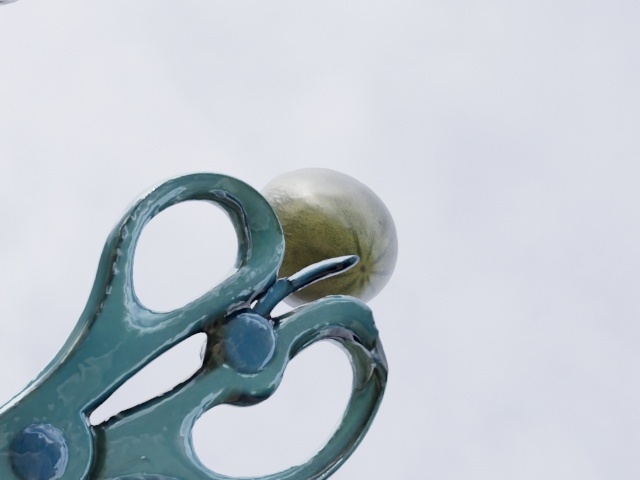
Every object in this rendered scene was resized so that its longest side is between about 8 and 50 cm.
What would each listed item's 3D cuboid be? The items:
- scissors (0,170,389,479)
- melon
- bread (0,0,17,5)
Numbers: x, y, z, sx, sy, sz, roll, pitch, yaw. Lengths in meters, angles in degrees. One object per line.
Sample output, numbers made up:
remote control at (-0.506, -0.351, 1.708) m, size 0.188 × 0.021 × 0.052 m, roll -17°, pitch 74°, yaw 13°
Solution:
scissors at (-0.133, 0.107, 0.918) m, size 0.180 × 0.393 × 0.032 m, roll 60°, pitch -26°, yaw -7°
melon at (0.000, 0.000, 1.249) m, size 0.131 × 0.098 × 0.098 m, roll 25°, pitch -41°, yaw 65°
bread at (-0.043, -0.127, 0.457) m, size 0.133 × 0.174 × 0.251 m, roll 52°, pitch -32°, yaw 20°
